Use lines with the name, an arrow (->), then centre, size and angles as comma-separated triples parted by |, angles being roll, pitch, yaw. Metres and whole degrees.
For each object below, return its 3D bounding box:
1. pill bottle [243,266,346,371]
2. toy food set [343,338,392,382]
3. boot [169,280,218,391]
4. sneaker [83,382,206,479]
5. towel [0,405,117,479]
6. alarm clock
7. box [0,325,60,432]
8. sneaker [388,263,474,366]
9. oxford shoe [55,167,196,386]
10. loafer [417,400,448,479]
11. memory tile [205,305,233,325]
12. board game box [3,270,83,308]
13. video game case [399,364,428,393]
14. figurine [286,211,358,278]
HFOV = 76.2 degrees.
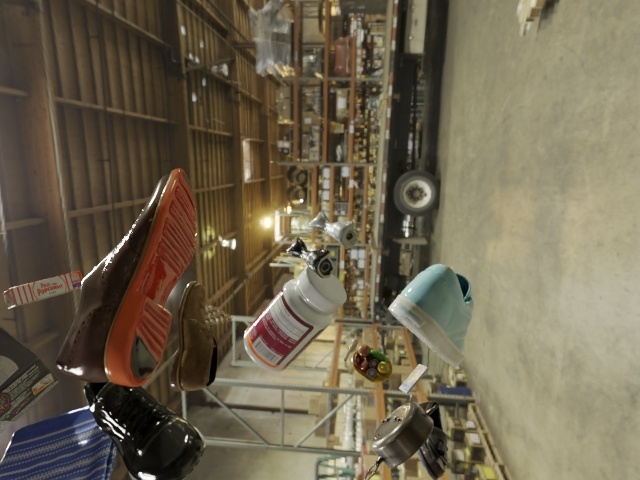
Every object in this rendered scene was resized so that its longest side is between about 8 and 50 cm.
pill bottle -> -0.096, 0.289, 1.531 | 0.392, 0.224, 0.224 | -49, 11, 21
toy food set -> 0.200, 0.502, 1.717 | 0.128, 0.217, 0.071 | -49, -30, -24
boot -> -0.338, 0.263, 1.153 | 0.112, 0.115, 0.306 | 50, -145, -65
sneaker -> -0.302, 0.288, 0.649 | 0.107, 0.283, 0.124 | -46, -56, -37
towel -> -0.526, 0.458, 0.790 | 0.336, 0.243, 0.040 | -127, 24, -62
alarm clock -> 0.147, 0.395, 0.811 | 0.192, 0.064, 0.129 | -40, -9, -30
box -> -0.801, 0.306, 0.979 | 0.163, 0.247, 0.142 | -48, -22, -37
sneaker -> 0.257, 0.150, 0.818 | 0.150, 0.135, 0.366 | -48, -30, -1
oxford shoe -> -0.214, 0.022, 0.467 | 0.097, 0.098, 0.272 | 82, -169, -53
loafer -> 0.323, 0.560, 1.191 | 0.109, 0.095, 0.302 | 56, -172, -3
memory tile -> -0.408, 0.285, 1.561 | 0.012, 0.113, 0.148 | -62, -13, 5
board game box -> -0.706, 0.127, 1.040 | 0.146, 0.193, 0.045 | -18, -87, -43
video game case -> 0.350, 0.519, 1.532 | 0.122, 0.011, 0.087 | -46, -1, -11
figurine -> 0.000, 0.000, 1.431 | 0.215, 0.209, 0.092 | -50, -47, -11
